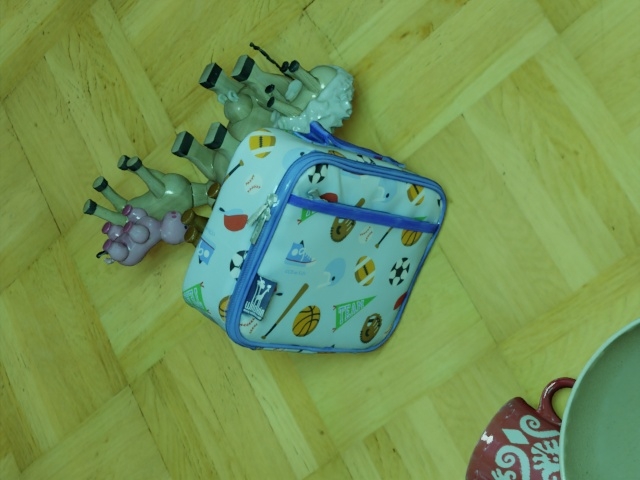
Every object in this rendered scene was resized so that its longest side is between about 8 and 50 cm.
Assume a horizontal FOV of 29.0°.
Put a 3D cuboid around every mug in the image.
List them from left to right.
[{"bbox_3d":[0.255,0.236,1.277,0.169,0.113,0.150,30,118,28],"label":"mug"}]

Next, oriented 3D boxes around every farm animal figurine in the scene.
[{"bbox_3d":[-0.110,-0.074,1.514,0.330,0.172,0.326,21,79,54],"label":"farm animal figurine"}]

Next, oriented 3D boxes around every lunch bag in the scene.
[{"bbox_3d":[0.000,0.000,1.354,0.115,0.303,0.243,34,105,36],"label":"lunch bag"}]

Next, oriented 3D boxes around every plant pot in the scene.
[{"bbox_3d":[0.389,0.199,1.144,0.284,0.191,0.284,-3,85,33],"label":"plant pot"}]
